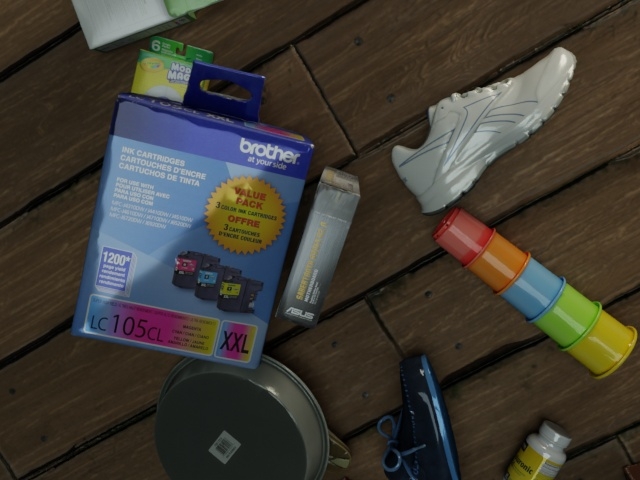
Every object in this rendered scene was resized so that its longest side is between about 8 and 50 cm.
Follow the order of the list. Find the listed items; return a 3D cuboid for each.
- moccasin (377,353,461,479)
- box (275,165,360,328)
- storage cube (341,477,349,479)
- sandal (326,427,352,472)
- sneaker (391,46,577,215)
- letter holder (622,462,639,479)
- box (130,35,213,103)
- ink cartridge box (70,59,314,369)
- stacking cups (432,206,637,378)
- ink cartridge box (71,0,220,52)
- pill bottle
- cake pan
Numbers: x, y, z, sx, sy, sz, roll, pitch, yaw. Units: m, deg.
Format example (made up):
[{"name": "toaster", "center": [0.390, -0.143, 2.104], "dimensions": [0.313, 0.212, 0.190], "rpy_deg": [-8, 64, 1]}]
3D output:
[{"name": "moccasin", "center": [0.149, 0.344, 1.093], "dimensions": [0.117, 0.138, 0.341], "rpy_deg": [-10, 98, 11]}, {"name": "box", "center": [0.000, 0.000, 0.997], "dimensions": [0.056, 0.231, 0.183], "rpy_deg": [17, 102, -1]}, {"name": "storage cube", "center": [0.023, 0.518, 1.098], "dimensions": [0.184, 0.215, 0.193], "rpy_deg": [-40, 88, 11]}, {"name": "sandal", "center": [-0.021, 0.291, 1.142], "dimensions": [0.180, 0.049, 0.072], "rpy_deg": [43, 112, -5]}, {"name": "sneaker", "center": [0.225, -0.168, 1.014], "dimensions": [0.297, 0.111, 0.129], "rpy_deg": [-42, 88, 9]}, {"name": "letter holder", "center": [0.625, 0.392, 1.015], "dimensions": [0.302, 0.214, 0.151], "rpy_deg": [-19, 98, 8]}, {"name": "box", "center": [-0.228, -0.206, 1.080], "dimensions": [0.105, 0.043, 0.179], "rpy_deg": [16, 99, 1]}, {"name": "ink cartridge box", "center": [-0.172, -0.046, 1.022], "dimensions": [0.270, 0.151, 0.395], "rpy_deg": [12, 100, -10]}, {"name": "stacking cups", "center": [0.300, 0.074, 1.059], "dimensions": [0.316, 0.096, 0.096], "rpy_deg": [36, 101, 2]}, {"name": "ink cartridge box", "center": [-0.248, -0.358, 1.044], "dimensions": [0.209, 0.062, 0.108], "rpy_deg": [-18, 98, 8]}, {"name": "pill bottle", "center": [0.334, 0.336, 1.109], "dimensions": [0.065, 0.065, 0.116], "rpy_deg": [28, 100, 0]}, {"name": "cake pan", "center": [-0.133, 0.309, 1.123], "dimensions": [0.293, 0.054, 0.293], "rpy_deg": [5, 106, 16]}]
